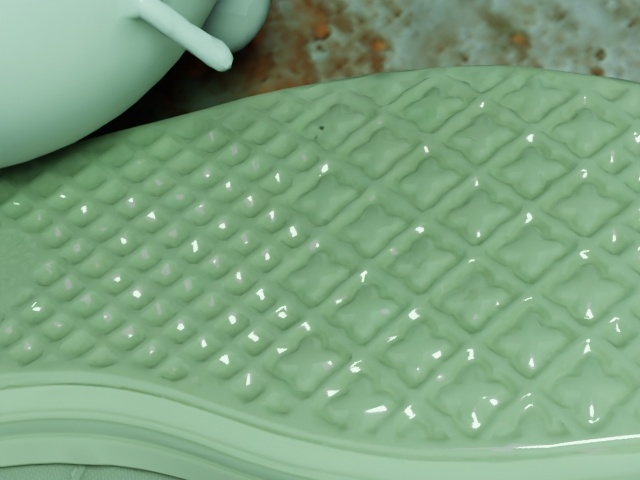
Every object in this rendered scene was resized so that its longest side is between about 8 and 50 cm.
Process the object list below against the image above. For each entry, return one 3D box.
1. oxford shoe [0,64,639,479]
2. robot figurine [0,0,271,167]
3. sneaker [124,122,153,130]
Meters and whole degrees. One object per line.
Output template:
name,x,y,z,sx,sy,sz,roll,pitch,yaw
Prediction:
oxford shoe,-0.028,0.046,0.613,0.449,0.130,0.169,-7,43,18
robot figurine,-0.154,-0.144,0.632,0.353,0.300,0.199,36,102,51
sneaker,0.000,0.000,0.694,0.162,0.063,0.073,6,88,16
